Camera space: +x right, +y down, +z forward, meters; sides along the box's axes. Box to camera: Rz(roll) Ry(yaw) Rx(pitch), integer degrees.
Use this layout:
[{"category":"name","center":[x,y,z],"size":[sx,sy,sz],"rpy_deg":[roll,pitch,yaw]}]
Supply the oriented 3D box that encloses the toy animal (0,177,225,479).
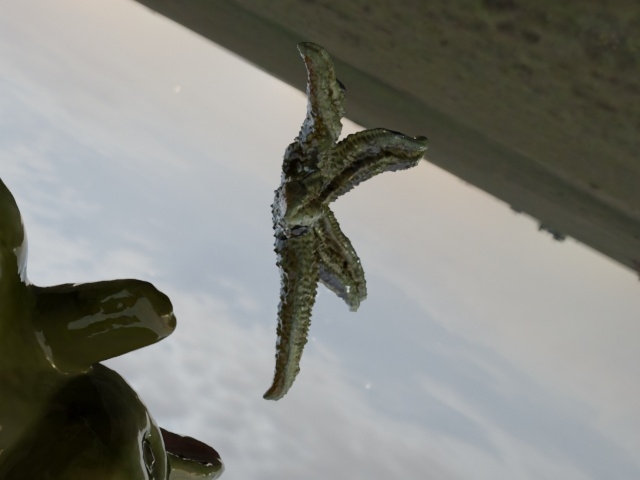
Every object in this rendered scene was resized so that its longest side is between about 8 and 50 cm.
[{"category":"toy animal","center":[-0.153,0.105,0.536],"size":[0.363,0.181,0.180],"rpy_deg":[47,157,-18]}]

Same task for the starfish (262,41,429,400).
[{"category":"starfish","center":[0.000,0.000,0.532],"size":[0.053,0.176,0.208],"rpy_deg":[12,170,21]}]
